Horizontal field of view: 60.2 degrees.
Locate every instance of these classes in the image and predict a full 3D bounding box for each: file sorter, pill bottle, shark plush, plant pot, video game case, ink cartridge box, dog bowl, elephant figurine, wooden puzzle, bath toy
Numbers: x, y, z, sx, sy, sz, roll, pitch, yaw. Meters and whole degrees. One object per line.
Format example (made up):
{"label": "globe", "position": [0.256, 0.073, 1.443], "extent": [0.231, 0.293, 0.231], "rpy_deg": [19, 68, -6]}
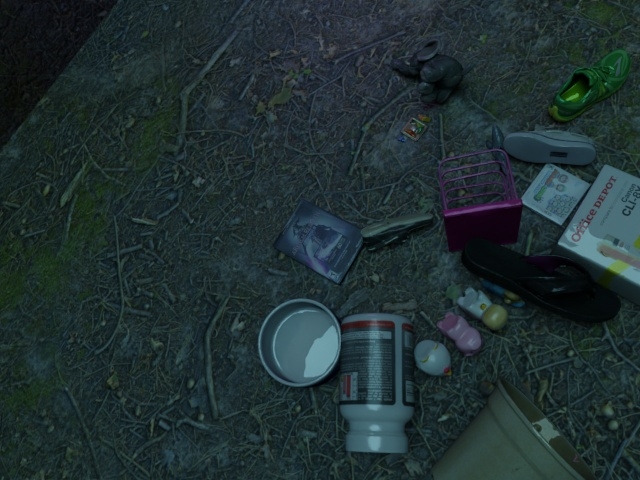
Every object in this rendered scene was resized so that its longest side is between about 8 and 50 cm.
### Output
{"label": "file sorter", "position": [0.454, -0.110, 1.592], "extent": [0.202, 0.290, 0.182], "rpy_deg": [-9, 68, 13]}
{"label": "pill bottle", "position": [0.157, 0.399, 1.545], "extent": [0.210, 0.210, 0.363], "rpy_deg": [-3, 70, 15]}
{"label": "shark plush", "position": [0.558, -0.279, 1.733], "extent": [0.073, 0.067, 0.161], "rpy_deg": [2, 73, 16]}
{"label": "plant pot", "position": [0.456, 0.570, 1.383], "extent": [0.305, 0.334, 0.334], "rpy_deg": [-45, 67, 11]}
{"label": "video game case", "position": [0.709, -0.142, 1.673], "extent": [0.143, 0.019, 0.157], "rpy_deg": [35, 85, 22]}
{"label": "ink cartridge box", "position": [0.876, 0.009, 1.501], "extent": [0.385, 0.160, 0.279], "rpy_deg": [31, 84, 22]}
{"label": "dog bowl", "position": [-0.052, 0.318, 1.698], "extent": [0.265, 0.104, 0.265], "rpy_deg": [-5, 71, 14]}
{"label": "elephant figurine", "position": [0.366, -0.590, 1.850], "extent": [0.186, 0.169, 0.239], "rpy_deg": [-3, 53, -15]}
{"label": "wooden puzzle", "position": [0.316, -0.378, 1.862], "extent": [0.078, 0.014, 0.116], "rpy_deg": [29, 83, 22]}
{"label": "bath toy", "position": [0.423, 0.262, 1.577], "extent": [0.348, 0.129, 0.151], "rpy_deg": [-45, 23, -3]}
{"label": "video game case", "position": [0.000, 0.000, 1.827], "extent": [0.274, 0.026, 0.196], "rpy_deg": [29, 82, 21]}

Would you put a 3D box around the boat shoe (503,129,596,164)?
{"label": "boat shoe", "position": [0.698, -0.298, 1.685], "extent": [0.267, 0.096, 0.088], "rpy_deg": [7, 49, 16]}

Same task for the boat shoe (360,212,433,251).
{"label": "boat shoe", "position": [0.247, -0.030, 1.751], "extent": [0.233, 0.084, 0.079], "rpy_deg": [-18, 107, 3]}

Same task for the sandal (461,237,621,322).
{"label": "sandal", "position": [0.612, 0.097, 1.513], "extent": [0.446, 0.107, 0.167], "rpy_deg": [21, 43, 8]}

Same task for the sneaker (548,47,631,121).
{"label": "sneaker", "position": [0.835, -0.483, 1.688], "extent": [0.295, 0.123, 0.109], "rpy_deg": [-41, 67, 0]}
